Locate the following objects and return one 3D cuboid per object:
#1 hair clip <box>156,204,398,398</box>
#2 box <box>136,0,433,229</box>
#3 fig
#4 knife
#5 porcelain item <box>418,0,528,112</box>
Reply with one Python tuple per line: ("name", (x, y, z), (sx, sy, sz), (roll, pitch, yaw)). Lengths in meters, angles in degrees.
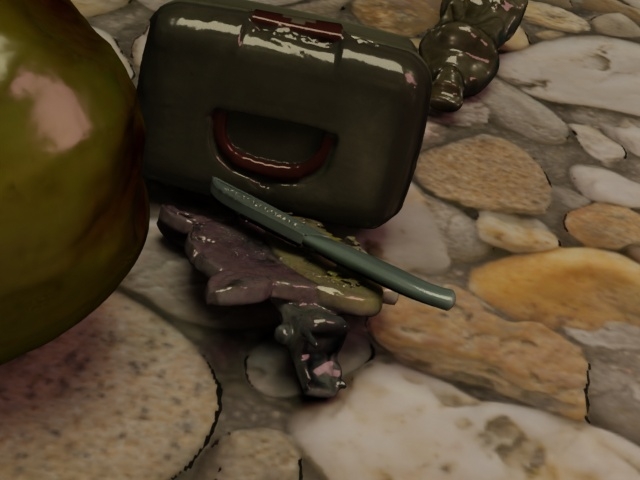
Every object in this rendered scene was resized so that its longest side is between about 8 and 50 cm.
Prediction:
("hair clip", (-0.020, 0.027, 0.821), (0.146, 0.056, 0.187), (6, 30, -23))
("box", (-0.028, -0.100, 0.929), (0.210, 0.148, 0.129), (12, 22, -1))
("fig", (-0.231, -0.037, 0.689), (0.271, 0.239, 0.239), (-23, 47, -32))
("knife", (0.000, 0.001, 0.825), (0.210, 0.015, 0.028), (26, 29, 29))
("porcelain item", (0.132, -0.181, 1.179), (0.081, 0.069, 0.215), (23, 39, 6))
